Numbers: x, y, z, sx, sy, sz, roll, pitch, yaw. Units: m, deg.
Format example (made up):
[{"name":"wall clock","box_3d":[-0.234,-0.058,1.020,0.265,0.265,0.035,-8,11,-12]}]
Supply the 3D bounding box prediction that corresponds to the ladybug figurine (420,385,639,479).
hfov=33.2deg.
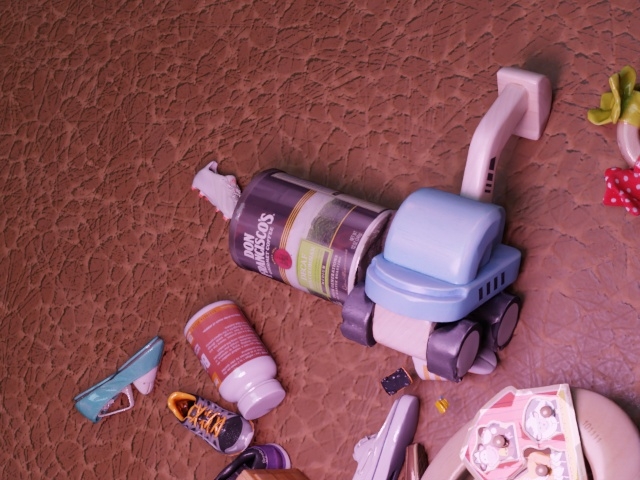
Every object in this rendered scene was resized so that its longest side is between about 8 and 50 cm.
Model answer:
[{"name":"ladybug figurine","box_3d":[0.333,0.426,1.740,0.449,0.162,0.305,-42,64,13]}]

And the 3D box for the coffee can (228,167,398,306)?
[{"name":"coffee can","box_3d":[0.000,0.000,1.972,0.275,0.201,0.202,20,89,28]}]

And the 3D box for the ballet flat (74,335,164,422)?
[{"name":"ballet flat","box_3d":[-0.392,0.292,2.193,0.247,0.083,0.087,-37,90,16]}]

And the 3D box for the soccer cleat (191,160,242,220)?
[{"name":"soccer cleat","box_3d":[-0.183,-0.088,2.161,0.196,0.068,0.076,41,96,30]}]

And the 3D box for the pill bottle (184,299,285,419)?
[{"name":"pill bottle","box_3d":[-0.161,0.230,2.053,0.121,0.121,0.216,-42,64,14]}]

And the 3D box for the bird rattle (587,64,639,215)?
[{"name":"bird rattle","box_3d":[0.555,-0.167,1.772,0.207,0.143,0.254,-14,76,7]}]

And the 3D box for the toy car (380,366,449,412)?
[{"name":"toy car","box_3d":[0.166,0.268,1.875,0.122,0.040,0.060,41,115,15]}]

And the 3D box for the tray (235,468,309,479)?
[{"name":"tray","box_3d":[0.032,0.555,1.844,0.411,0.203,0.076,42,100,27]}]

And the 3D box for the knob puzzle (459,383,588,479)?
[{"name":"knob puzzle","box_3d":[0.305,0.321,1.667,0.213,0.030,0.213,-6,76,27]}]

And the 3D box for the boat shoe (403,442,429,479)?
[{"name":"boat shoe","box_3d":[0.158,0.445,1.881,0.060,0.064,0.178,-6,80,24]}]

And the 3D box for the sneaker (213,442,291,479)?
[{"name":"sneaker","box_3d":[-0.187,0.488,2.013,0.107,0.124,0.283,43,100,27]}]

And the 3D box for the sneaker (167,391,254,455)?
[{"name":"sneaker","box_3d":[-0.214,0.347,2.051,0.215,0.083,0.084,14,70,42]}]

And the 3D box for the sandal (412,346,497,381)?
[{"name":"sandal","box_3d":[0.182,0.200,1.902,0.265,0.102,0.076,15,116,21]}]

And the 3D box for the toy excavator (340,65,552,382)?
[{"name":"toy excavator","box_3d":[0.252,-0.045,1.821,0.222,0.433,0.445,21,118,29]}]

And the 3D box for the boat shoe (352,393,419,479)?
[{"name":"boat shoe","box_3d":[0.097,0.387,1.906,0.084,0.095,0.258,21,89,24]}]
